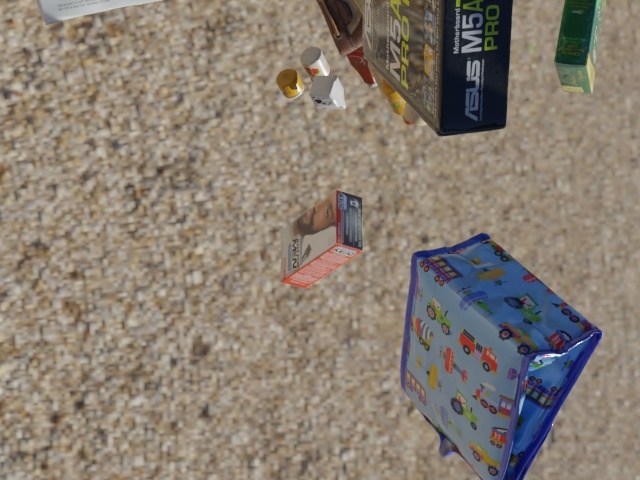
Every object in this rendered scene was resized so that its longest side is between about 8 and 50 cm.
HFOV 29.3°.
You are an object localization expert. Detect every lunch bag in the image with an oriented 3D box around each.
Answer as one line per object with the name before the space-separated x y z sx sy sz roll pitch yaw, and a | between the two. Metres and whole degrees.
lunch bag | 0.200 0.178 1.585 0.138 0.221 0.293 -14 133 -35

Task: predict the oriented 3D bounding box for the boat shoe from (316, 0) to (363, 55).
boat shoe | -0.027 -0.434 1.843 0.342 0.123 0.123 54 15 -14

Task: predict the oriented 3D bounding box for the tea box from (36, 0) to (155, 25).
tea box | -0.174 -0.442 1.286 0.220 0.328 0.324 -106 -176 -51

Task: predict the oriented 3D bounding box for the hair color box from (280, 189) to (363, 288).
hair color box | 0.000 0.000 1.884 0.053 0.167 0.093 16 60 -29

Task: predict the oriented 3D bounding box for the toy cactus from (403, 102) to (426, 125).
toy cactus | 0.158 -0.222 1.510 0.219 0.112 0.181 -53 167 -54

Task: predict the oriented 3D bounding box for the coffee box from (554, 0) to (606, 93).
coffee box | 0.313 -0.276 1.446 0.113 0.040 0.184 38 61 -71

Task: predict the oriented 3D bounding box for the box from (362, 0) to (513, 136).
box | 0.089 -0.246 0.984 0.216 0.060 0.270 -121 -153 -60

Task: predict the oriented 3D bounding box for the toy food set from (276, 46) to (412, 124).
toy food set | 0.052 -0.256 2.043 0.104 0.232 0.111 56 43 -51
